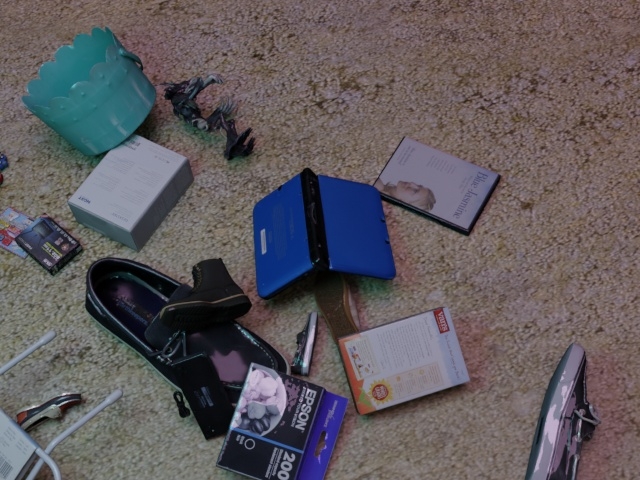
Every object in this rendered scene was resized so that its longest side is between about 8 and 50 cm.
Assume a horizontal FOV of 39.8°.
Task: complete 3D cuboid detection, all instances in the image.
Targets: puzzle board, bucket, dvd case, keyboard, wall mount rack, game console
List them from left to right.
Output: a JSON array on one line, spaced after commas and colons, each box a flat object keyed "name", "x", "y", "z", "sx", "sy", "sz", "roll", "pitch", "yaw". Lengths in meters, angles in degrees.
[{"name": "puzzle board", "x": -0.701, "y": -0.020, "z": 2.039, "sx": 0.128, "sy": 0.011, "sz": 0.096, "roll": 25, "pitch": 63, "yaw": 17}, {"name": "wall mount rack", "x": -0.563, "y": 0.348, "z": 1.693, "sx": 0.350, "sy": 0.130, "sz": 0.304, "roll": 35, "pitch": 91, "yaw": 22}, {"name": "bucket", "x": -0.534, "y": -0.347, "z": 2.077, "sx": 0.281, "sy": 0.183, "sz": 0.281, "roll": -23, "pitch": 40, "yaw": 21}, {"name": "keyboard", "x": -0.235, "y": 0.306, "z": 1.729, "sx": 0.108, "sy": 0.180, "sz": 0.023, "roll": -20, "pitch": 17, "yaw": 8}, {"name": "game console", "x": 0.000, "y": 0.000, "z": 1.938, "sx": 0.250, "sy": 0.173, "sz": 0.293, "roll": -33, "pitch": 40, "yaw": 24}, {"name": "dvd case", "x": 0.265, "y": -0.129, "z": 2.046, "sx": 0.253, "sy": 0.022, "sz": 0.180, "roll": 25, "pitch": 62, "yaw": 17}]

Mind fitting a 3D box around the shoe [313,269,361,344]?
[{"name": "shoe", "x": 0.039, "y": 0.148, "z": 1.873, "sx": 0.077, "sy": 0.058, "sz": 0.219, "roll": -24, "pitch": 54, "yaw": 12}]

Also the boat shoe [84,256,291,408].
[{"name": "boat shoe", "x": -0.285, "y": 0.184, "z": 1.807, "sx": 0.500, "sy": 0.156, "sz": 0.187, "roll": 29, "pitch": 62, "yaw": 18}]

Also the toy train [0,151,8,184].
[{"name": "toy train", "x": -0.777, "y": -0.146, "z": 2.112, "sx": 0.036, "sy": 0.027, "sz": 0.158, "roll": 4, "pitch": 59, "yaw": 2}]

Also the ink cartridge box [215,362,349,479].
[{"name": "ink cartridge box", "x": -0.069, "y": 0.364, "z": 1.691, "sx": 0.208, "sy": 0.045, "sz": 0.206, "roll": 19, "pitch": 75, "yaw": -3}]

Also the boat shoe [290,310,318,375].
[{"name": "boat shoe", "x": -0.032, "y": 0.211, "z": 1.837, "sx": 0.040, "sy": 0.049, "sz": 0.142, "roll": 7, "pitch": 61, "yaw": 8}]

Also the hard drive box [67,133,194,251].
[{"name": "hard drive box", "x": -0.434, "y": -0.116, "z": 2.038, "sx": 0.181, "sy": 0.089, "sz": 0.232, "roll": 25, "pitch": 62, "yaw": 18}]

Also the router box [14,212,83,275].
[{"name": "router box", "x": -0.612, "y": 0.008, "z": 1.993, "sx": 0.122, "sy": 0.038, "sz": 0.092, "roll": 37, "pitch": 67, "yaw": 16}]

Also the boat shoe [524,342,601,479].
[{"name": "boat shoe", "x": 0.477, "y": 0.348, "z": 1.687, "sx": 0.105, "sy": 0.113, "sz": 0.306, "roll": 19, "pitch": 64, "yaw": 7}]

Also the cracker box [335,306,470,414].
[{"name": "cracker box", "x": 0.162, "y": 0.237, "z": 1.763, "sx": 0.232, "sy": 0.067, "sz": 0.155, "roll": -16, "pitch": 88, "yaw": -6}]

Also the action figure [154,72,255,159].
[{"name": "action figure", "x": -0.265, "y": -0.317, "z": 2.118, "sx": 0.276, "sy": 0.164, "sz": 0.141, "roll": 44, "pitch": 90, "yaw": 15}]

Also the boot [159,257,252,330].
[{"name": "boot", "x": -0.249, "y": 0.100, "z": 1.748, "sx": 0.198, "sy": 0.077, "sz": 0.137, "roll": -1, "pitch": 48, "yaw": -44}]

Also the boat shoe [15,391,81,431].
[{"name": "boat shoe", "x": -0.545, "y": 0.344, "z": 1.783, "sx": 0.137, "sy": 0.049, "sz": 0.043, "roll": -20, "pitch": 64, "yaw": -6}]
